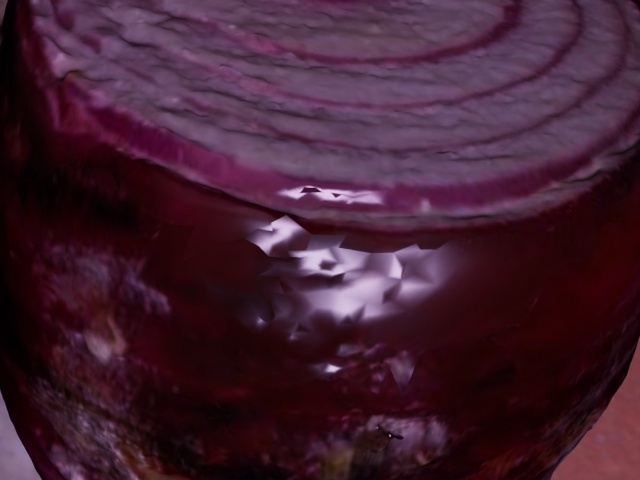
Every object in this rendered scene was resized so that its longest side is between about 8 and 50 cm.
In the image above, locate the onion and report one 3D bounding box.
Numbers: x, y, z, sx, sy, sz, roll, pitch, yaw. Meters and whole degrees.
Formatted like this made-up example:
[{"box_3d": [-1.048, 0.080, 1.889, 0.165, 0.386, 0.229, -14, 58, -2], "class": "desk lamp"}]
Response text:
[{"box_3d": [0.000, 0.000, 0.679, 0.281, 0.260, 0.337, 1, 37, -8], "class": "onion"}]
